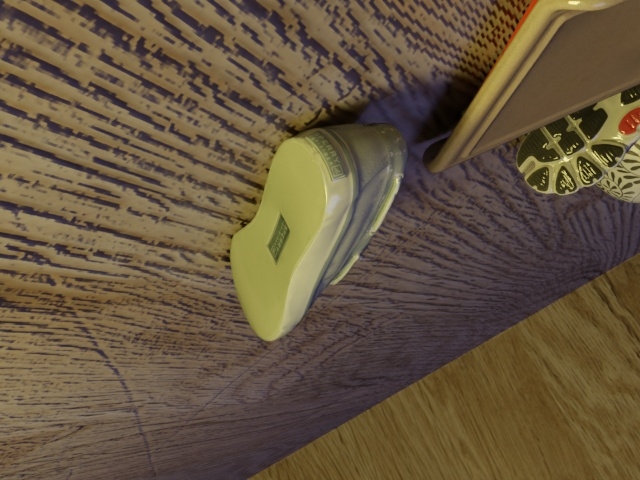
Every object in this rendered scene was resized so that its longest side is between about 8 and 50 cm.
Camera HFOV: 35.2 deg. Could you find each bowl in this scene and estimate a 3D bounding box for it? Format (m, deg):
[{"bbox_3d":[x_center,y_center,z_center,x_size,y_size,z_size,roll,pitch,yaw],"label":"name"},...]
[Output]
[{"bbox_3d":[0.363,-0.086,1.060,0.170,0.080,0.170,-27,165,-8],"label":"bowl"}]

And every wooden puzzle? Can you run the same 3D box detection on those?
[{"bbox_3d":[0.188,-0.136,0.653,0.221,0.044,0.238,-24,169,-20],"label":"wooden puzzle"}]

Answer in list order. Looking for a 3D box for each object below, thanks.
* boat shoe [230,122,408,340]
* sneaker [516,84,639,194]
[{"bbox_3d":[0.000,-0.001,0.669,0.081,0.079,0.227,-17,159,-25],"label":"boat shoe"},{"bbox_3d":[0.244,-0.095,0.839,0.170,0.068,0.071,-34,170,17],"label":"sneaker"}]
